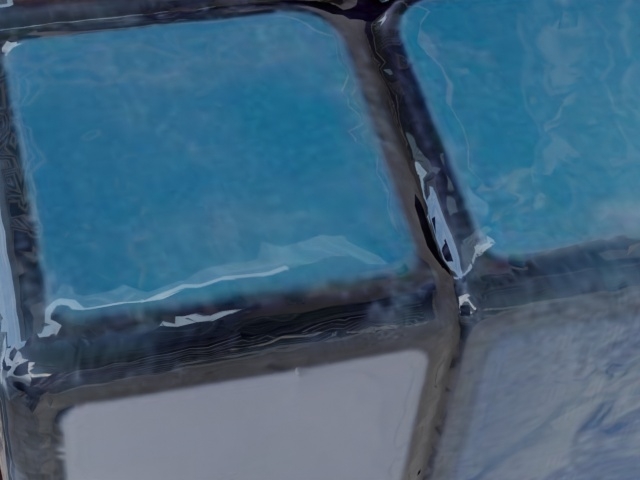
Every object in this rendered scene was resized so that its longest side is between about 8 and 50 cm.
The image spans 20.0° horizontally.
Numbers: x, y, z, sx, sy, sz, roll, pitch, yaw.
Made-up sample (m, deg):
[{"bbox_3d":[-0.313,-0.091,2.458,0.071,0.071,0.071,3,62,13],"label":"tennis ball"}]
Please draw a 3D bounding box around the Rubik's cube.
[{"bbox_3d":[0.000,0.000,0.797,0.313,0.318,0.316,98,160,-52],"label":"Rubik's cube"}]
